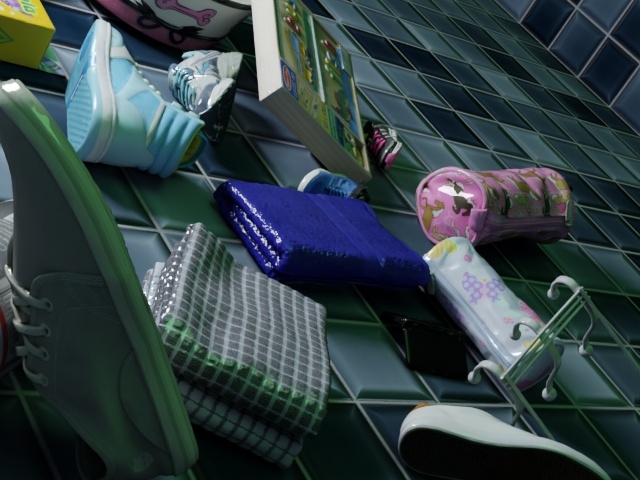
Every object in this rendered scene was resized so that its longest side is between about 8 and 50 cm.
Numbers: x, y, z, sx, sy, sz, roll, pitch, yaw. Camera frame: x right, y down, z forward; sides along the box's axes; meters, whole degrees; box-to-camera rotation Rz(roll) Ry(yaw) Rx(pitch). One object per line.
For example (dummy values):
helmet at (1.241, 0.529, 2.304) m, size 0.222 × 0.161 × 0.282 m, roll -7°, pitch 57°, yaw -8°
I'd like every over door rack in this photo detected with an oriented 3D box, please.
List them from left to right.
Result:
over door rack at (0.388, 0.244, 1.753) m, size 0.324 × 0.108 × 0.239 m, roll 47°, pitch 56°, yaw 3°

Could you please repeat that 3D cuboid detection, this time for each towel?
towel at (-0.105, 0.119, 1.474) m, size 0.235 × 0.121 × 0.283 m, roll 27°, pitch 25°, yaw -14°
towel at (0.000, 0.000, 1.880) m, size 0.308 × 0.076 × 0.227 m, roll 8°, pitch 27°, yaw -41°

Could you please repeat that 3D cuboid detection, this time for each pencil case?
pencil case at (0.268, 0.114, 1.923) m, size 0.273 × 0.113 × 0.124 m, roll 50°, pitch 16°, yaw 31°
pencil case at (0.340, -0.062, 2.284) m, size 0.386 × 0.167 × 0.160 m, roll -3°, pitch 75°, yaw -51°

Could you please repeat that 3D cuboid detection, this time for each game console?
game console at (0.158, 0.160, 1.834) m, size 0.122 × 0.071 × 0.107 m, roll 16°, pitch 0°, yaw -33°

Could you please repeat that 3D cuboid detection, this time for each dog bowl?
dog bowl at (-0.313, -0.527, 2.334) m, size 0.408 × 0.150 × 0.408 m, roll 32°, pitch 23°, yaw -16°

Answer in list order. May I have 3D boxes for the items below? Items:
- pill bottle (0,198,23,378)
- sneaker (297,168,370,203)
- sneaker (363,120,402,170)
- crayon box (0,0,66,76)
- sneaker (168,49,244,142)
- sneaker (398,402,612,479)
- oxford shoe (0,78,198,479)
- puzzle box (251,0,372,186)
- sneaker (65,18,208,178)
pill bottle at (-0.340, 0.048, 1.280) m, size 0.161 × 0.161 × 0.283 m, roll 35°, pitch 25°, yaw 5°
sneaker at (0.030, -0.078, 2.060) m, size 0.084 × 0.058 × 0.152 m, roll 36°, pitch 17°, yaw 26°
sneaker at (0.113, -0.191, 2.361) m, size 0.075 × 0.063 × 0.170 m, roll 27°, pitch 21°, yaw -13°
crayon box at (-0.557, -0.378, 1.891) m, size 0.323 × 0.083 × 0.203 m, roll 10°, pitch 33°, yaw -40°
sneaker at (-0.211, -0.255, 2.083) m, size 0.122 × 0.110 × 0.283 m, roll 11°, pitch 25°, yaw -4°
sneaker at (0.249, 0.276, 1.583) m, size 0.290 × 0.106 × 0.123 m, roll 20°, pitch 20°, yaw 2°
oxford shoe at (-0.235, 0.065, 1.141) m, size 0.130 × 0.449 × 0.169 m, roll -22°, pitch 31°, yaw -14°
puzzle box at (-0.022, -0.309, 2.240) m, size 0.272 × 0.052 × 0.409 m, roll 42°, pitch 26°, yaw -35°
sneaker at (-0.280, -0.208, 1.863) m, size 0.208 × 0.127 × 0.319 m, roll 18°, pitch 38°, yaw -25°
